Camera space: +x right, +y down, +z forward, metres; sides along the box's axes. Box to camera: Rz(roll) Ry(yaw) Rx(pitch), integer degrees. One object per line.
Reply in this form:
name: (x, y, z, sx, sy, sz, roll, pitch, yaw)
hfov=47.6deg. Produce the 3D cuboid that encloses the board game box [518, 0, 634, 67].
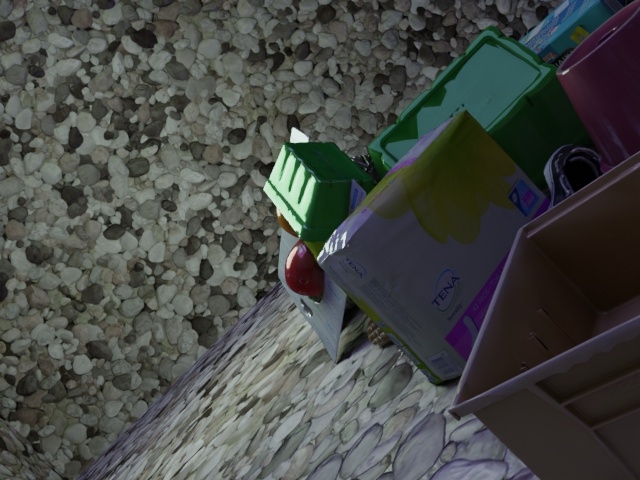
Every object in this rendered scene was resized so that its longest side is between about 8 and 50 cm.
board game box: (0.459, -0.377, 1.441, 0.336, 0.079, 0.254, -41, 10, 44)

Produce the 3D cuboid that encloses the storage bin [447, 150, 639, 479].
storage bin: (0.259, 0.032, 0.529, 0.260, 0.123, 0.262, -40, 6, 39)

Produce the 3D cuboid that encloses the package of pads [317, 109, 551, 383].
package of pads: (0.162, -0.003, 0.929, 0.296, 0.229, 0.101, -48, 7, -30)

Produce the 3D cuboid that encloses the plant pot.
plant pot: (0.386, -0.174, 0.851, 0.201, 0.180, 0.201, -44, 5, 5)

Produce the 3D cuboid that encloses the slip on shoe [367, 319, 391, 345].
slip on shoe: (0.118, 0.138, 1.187, 0.041, 0.051, 0.135, -3, -23, -23)

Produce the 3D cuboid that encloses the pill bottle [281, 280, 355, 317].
pill bottle: (0.064, 0.047, 1.612, 0.283, 0.160, 0.160, -44, 6, 1)

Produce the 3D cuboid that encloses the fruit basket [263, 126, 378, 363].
fruit basket: (0.000, 0.000, 1.393, 0.165, 0.353, 0.327, -10, 31, -20)

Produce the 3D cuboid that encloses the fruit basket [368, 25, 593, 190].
fruit basket: (0.296, -0.149, 1.297, 0.392, 0.283, 0.392, -22, -41, -21)

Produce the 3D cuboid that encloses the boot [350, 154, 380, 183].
boot: (0.192, -0.131, 1.593, 0.236, 0.089, 0.269, -7, -7, 32)

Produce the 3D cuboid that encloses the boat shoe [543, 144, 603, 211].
boat shoe: (0.340, -0.080, 0.945, 0.219, 0.077, 0.070, -64, -9, -53)
